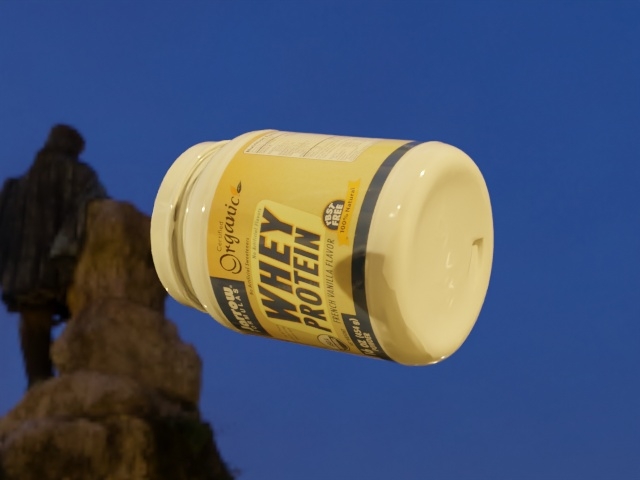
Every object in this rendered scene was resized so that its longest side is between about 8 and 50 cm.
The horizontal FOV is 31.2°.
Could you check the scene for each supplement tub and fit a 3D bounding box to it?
[{"bbox_3d":[0.000,0.000,1.220,0.316,0.228,0.228,7,-23,33],"label":"supplement tub"}]
